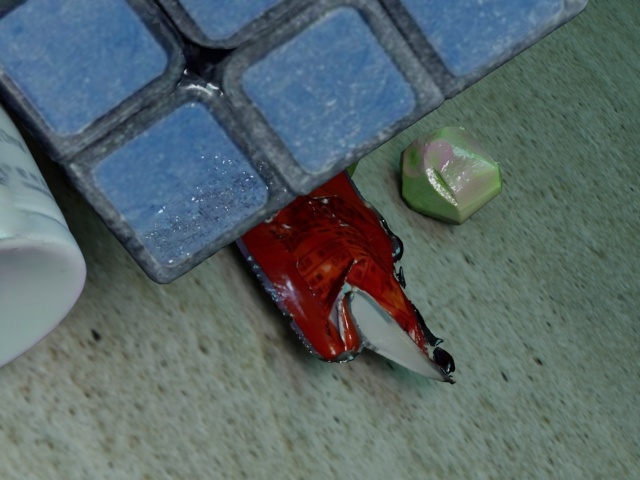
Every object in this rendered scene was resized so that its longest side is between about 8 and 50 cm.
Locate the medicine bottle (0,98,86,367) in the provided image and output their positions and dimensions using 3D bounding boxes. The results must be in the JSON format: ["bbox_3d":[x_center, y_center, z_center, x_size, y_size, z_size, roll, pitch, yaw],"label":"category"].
[{"bbox_3d":[-0.246,-0.055,1.071,0.152,0.152,0.254,5,49,-52],"label":"medicine bottle"}]

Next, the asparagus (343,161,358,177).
[{"bbox_3d":[0.037,-0.107,1.684,0.024,0.025,0.248,4,28,10],"label":"asparagus"}]

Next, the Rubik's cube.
[{"bbox_3d":[-0.070,-0.212,1.143,0.301,0.305,0.303,54,9,-26],"label":"Rubik's cube"}]

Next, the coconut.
[{"bbox_3d":[0.105,-0.054,1.652,0.082,0.081,0.083,51,-9,32],"label":"coconut"}]

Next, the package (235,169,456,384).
[{"bbox_3d":[0.000,0.000,1.437,0.194,0.071,0.269,23,32,-46],"label":"package"}]

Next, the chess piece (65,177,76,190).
[{"bbox_3d":[-0.168,-0.122,1.370,0.090,0.090,0.200,8,57,-51],"label":"chess piece"}]
